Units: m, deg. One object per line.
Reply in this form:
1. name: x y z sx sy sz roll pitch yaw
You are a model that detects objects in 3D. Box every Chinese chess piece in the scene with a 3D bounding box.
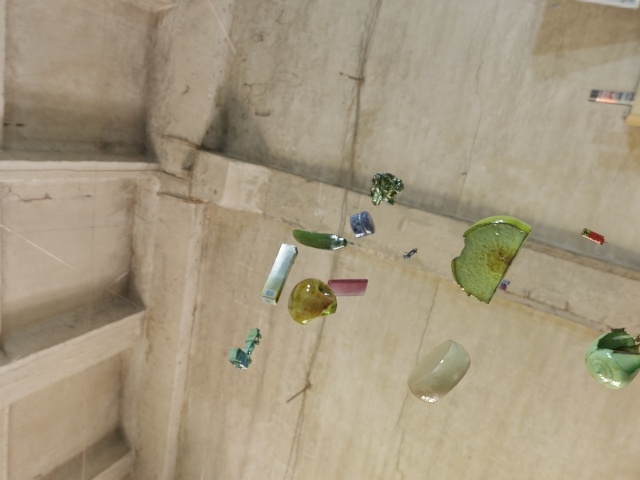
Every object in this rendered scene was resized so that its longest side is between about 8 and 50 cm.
1. Chinese chess piece: 0.453 0.503 1.691 0.273 0.102 0.273 -44 -7 -7

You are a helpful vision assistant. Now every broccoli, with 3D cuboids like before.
1. broccoli: 0.260 -0.201 1.822 0.160 0.167 0.155 -55 -33 -23

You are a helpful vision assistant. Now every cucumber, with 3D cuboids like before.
1. cucumber: 0.000 0.000 1.426 0.056 0.250 0.056 -13 -73 -49

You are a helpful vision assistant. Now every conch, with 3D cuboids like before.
1. conch: 0.911 0.342 1.342 0.250 0.143 0.137 -33 -24 -19

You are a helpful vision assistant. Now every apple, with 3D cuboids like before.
1. apple: -0.046 0.319 2.223 0.226 0.246 0.246 -48 -21 22

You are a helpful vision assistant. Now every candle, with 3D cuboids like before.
1. candle: 1.459 -0.018 2.343 0.052 0.130 0.052 -53 -19 -27

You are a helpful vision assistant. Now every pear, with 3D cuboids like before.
1. pear: 0.541 0.027 1.390 0.292 0.159 0.292 -42 -30 -31

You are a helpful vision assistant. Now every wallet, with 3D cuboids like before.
1. wallet: 0.146 0.262 2.448 0.232 0.025 0.119 1 -54 -16

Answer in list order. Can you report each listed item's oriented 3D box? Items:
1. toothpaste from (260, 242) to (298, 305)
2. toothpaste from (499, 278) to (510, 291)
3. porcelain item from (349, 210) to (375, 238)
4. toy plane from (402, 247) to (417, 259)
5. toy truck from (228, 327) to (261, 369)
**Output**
1. toothpaste: -0.199 0.159 2.153 0.071 0.089 0.313 79 -153 -55
2. toothpaste: 0.704 0.149 1.875 0.040 0.196 0.047 -28 -39 -47
3. porcelain item: 0.250 -0.094 2.576 0.147 0.114 0.147 48 -148 -43
4. toy plane: 0.436 0.065 2.134 0.031 0.083 0.078 58 -174 -18
5. toy truck: -0.295 0.413 1.732 0.081 0.067 0.175 50 -137 -29
